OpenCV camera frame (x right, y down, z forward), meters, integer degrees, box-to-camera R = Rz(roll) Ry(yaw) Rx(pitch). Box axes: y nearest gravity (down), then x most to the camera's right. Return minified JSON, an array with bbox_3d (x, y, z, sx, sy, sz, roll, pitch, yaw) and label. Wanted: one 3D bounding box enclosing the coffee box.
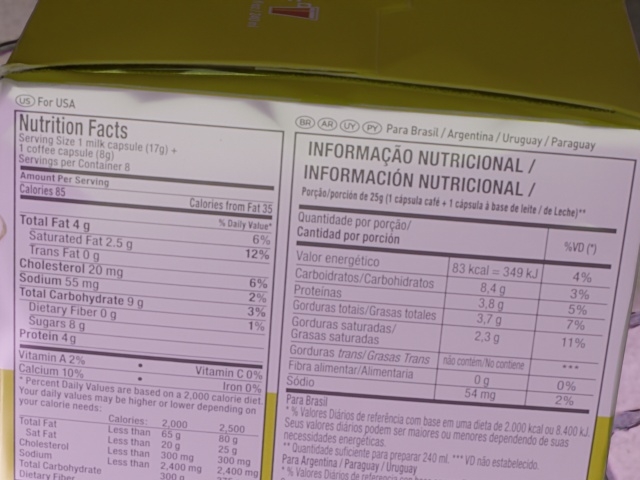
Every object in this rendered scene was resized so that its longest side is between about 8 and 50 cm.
[{"bbox_3d":[0.000,0.000,1.175,0.338,0.338,0.334,4,117,1],"label":"coffee box"}]
